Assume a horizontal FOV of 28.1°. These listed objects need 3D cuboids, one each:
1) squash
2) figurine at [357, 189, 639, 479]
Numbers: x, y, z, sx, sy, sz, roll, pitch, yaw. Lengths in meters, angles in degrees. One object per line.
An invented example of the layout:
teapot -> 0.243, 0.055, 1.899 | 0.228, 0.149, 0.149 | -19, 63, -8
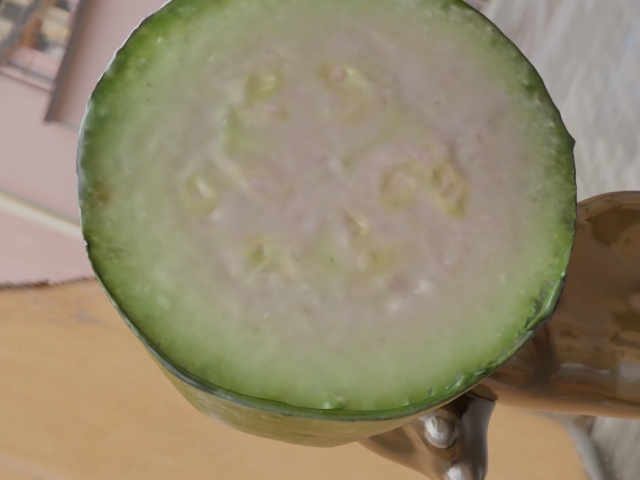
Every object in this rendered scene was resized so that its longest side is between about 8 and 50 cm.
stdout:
squash -> 0.000, 0.000, 0.460 | 0.123, 0.170, 0.170 | 99, -169, -61
figurine -> 0.102, 0.056, 0.711 | 0.173, 0.247, 0.177 | 105, 158, -52
